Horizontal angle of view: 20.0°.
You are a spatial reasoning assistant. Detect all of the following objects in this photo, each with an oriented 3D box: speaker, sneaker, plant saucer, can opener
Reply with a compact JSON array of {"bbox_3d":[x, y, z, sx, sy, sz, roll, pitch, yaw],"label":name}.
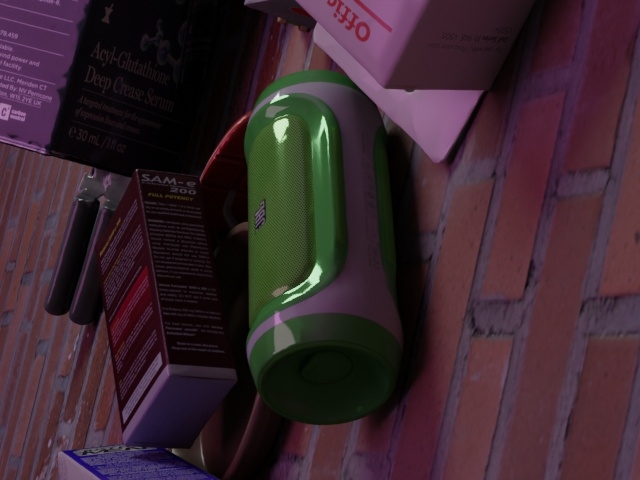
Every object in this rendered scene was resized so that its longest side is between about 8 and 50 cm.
[{"bbox_3d":[0.000,0.000,1.478,0.131,0.131,0.296,124,154,-42],"label":"speaker"},{"bbox_3d":[-0.101,-0.055,1.860,0.221,0.087,0.128,-65,23,23],"label":"sneaker"},{"bbox_3d":[-0.082,0.120,1.728,0.278,0.041,0.277,-167,90,-69],"label":"plant saucer"},{"bbox_3d":[-0.288,-0.030,2.412,0.095,0.076,0.283,-10,-62,-76],"label":"can opener"}]

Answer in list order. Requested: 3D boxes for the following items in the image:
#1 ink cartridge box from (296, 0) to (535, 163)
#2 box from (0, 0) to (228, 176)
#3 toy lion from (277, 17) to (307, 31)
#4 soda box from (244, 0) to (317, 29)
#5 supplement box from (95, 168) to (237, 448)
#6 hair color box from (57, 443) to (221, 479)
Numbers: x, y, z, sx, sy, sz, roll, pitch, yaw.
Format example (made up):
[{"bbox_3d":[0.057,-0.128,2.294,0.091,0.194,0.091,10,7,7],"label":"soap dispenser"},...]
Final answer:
[{"bbox_3d":[0.073,-0.252,1.365,0.207,0.119,0.353,47,125,35],"label":"ink cartridge box"},{"bbox_3d":[-0.266,-0.288,2.100,0.293,0.212,0.395,13,-88,-66],"label":"box"},{"bbox_3d":[-0.014,-0.278,1.875,0.096,0.034,0.100,-97,28,-61],"label":"toy lion"},{"bbox_3d":[0.021,-0.255,1.662,0.286,0.091,0.098,-167,93,-70],"label":"soda box"},{"bbox_3d":[-0.152,0.065,1.741,0.130,0.073,0.239,-55,39,45],"label":"supplement box"},{"bbox_3d":[-0.152,0.297,1.631,0.339,0.110,0.185,-175,82,-72],"label":"hair color box"}]
